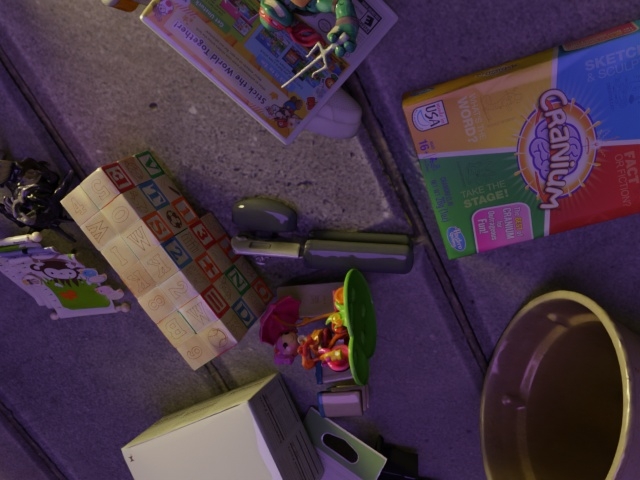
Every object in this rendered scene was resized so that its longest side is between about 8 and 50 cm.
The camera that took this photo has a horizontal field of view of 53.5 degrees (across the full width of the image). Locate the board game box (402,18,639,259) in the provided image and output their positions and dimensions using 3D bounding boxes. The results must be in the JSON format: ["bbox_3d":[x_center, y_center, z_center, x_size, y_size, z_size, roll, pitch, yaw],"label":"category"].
[{"bbox_3d":[0.295,-0.126,0.853,0.317,0.064,0.242,-16,114,15],"label":"board game box"}]

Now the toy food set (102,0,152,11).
[{"bbox_3d":[-0.212,-0.375,0.744,0.111,0.105,0.232,47,115,23],"label":"toy food set"}]

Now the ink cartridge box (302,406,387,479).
[{"bbox_3d":[0.010,0.440,1.146,0.171,0.056,0.235,29,98,24],"label":"ink cartridge box"}]

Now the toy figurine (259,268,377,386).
[{"bbox_3d":[-0.013,0.136,0.916,0.159,0.173,0.130,-11,141,20],"label":"toy figurine"}]

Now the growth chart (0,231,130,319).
[{"bbox_3d":[-0.431,0.062,1.022,0.172,0.021,0.237,-12,139,18],"label":"growth chart"}]

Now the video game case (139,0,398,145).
[{"bbox_3d":[-0.057,-0.262,0.747,0.227,0.026,0.206,39,98,-19],"label":"video game case"}]

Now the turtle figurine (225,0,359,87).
[{"bbox_3d":[-0.011,-0.291,0.668,0.175,0.118,0.234,35,115,-14],"label":"turtle figurine"}]

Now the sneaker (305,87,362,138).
[{"bbox_3d":[-0.044,-0.263,0.803,0.293,0.108,0.169,31,120,-7],"label":"sneaker"}]

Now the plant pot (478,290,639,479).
[{"bbox_3d":[0.450,0.267,0.917,0.306,0.333,0.333,14,118,-13],"label":"plant pot"}]

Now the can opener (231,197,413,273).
[{"bbox_3d":[0.000,0.000,0.950,0.281,0.074,0.093,8,117,3],"label":"can opener"}]

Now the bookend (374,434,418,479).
[{"bbox_3d":[0.162,0.452,1.159,0.156,0.072,0.157,11,118,2],"label":"bookend"}]

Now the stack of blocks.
[{"bbox_3d":[-0.211,0.018,0.929,0.087,0.171,0.297,-34,97,21],"label":"stack of blocks"}]

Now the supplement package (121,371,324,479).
[{"bbox_3d":[-0.164,0.381,1.092,0.262,0.145,0.204,-25,90,19],"label":"supplement package"}]

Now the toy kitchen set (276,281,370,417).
[{"bbox_3d":[0.009,0.182,1.050,0.122,0.166,0.207,-4,80,9],"label":"toy kitchen set"}]

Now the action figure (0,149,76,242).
[{"bbox_3d":[-0.484,-0.081,0.936,0.276,0.141,0.164,38,114,-8],"label":"action figure"}]
